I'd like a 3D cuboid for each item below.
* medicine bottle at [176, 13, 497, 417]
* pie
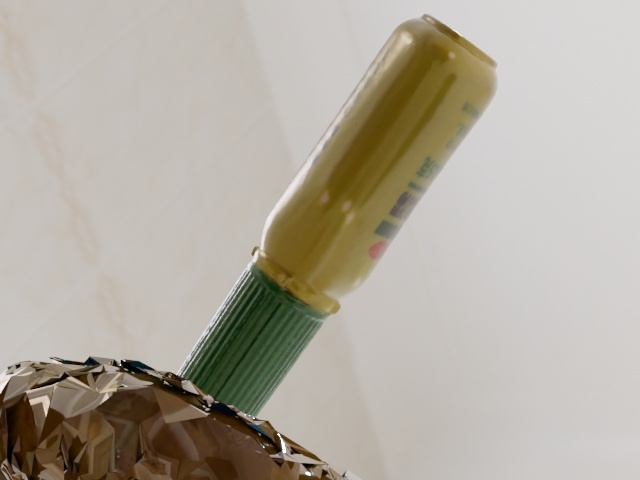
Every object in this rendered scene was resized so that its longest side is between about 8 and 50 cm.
[{"bbox_3d":[0.000,0.000,0.916,0.064,0.095,0.260,36,-83,2],"label":"medicine bottle"},{"bbox_3d":[0.004,0.127,0.427,0.273,0.069,0.273,28,-33,20],"label":"pie"}]
